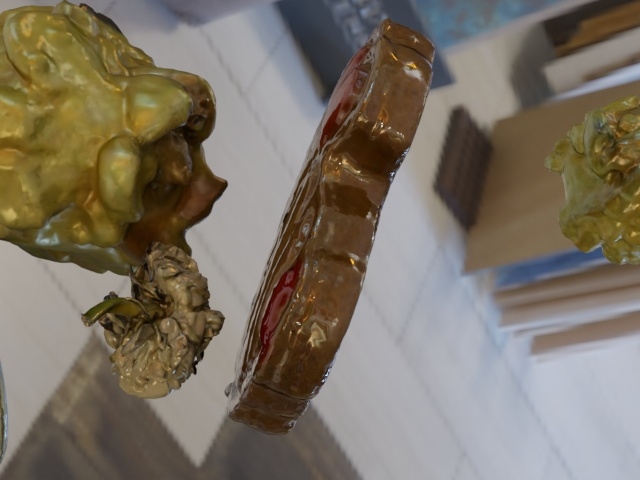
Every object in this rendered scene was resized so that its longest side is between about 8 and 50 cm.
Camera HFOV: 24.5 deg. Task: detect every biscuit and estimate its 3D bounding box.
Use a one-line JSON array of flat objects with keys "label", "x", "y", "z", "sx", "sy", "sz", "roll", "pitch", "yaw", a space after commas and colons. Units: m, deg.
[{"label": "biscuit", "x": 0.000, "y": 0.000, "z": 1.146, "sx": 0.381, "sy": 0.074, "sz": 0.359, "roll": -70, "pitch": 180, "yaw": -74}]

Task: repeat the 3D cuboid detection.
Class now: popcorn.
[{"label": "popcorn", "x": -0.199, "y": -0.078, "z": 1.222, "sx": 0.252, "sy": 0.215, "sz": 0.286, "roll": 39, "pitch": 5, "yaw": 16}, {"label": "popcorn", "x": 0.300, "y": -0.065, "z": 1.441, "sx": 0.142, "sy": 0.173, "sz": 0.173, "roll": -12, "pitch": 89, "yaw": -40}]

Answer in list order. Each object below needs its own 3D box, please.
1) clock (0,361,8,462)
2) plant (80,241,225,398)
[{"label": "clock", "x": -0.324, "y": 0.085, "z": 1.236, "sx": 0.053, "sy": 0.236, "sz": 0.236, "roll": -16, "pitch": 94, "yaw": -26}, {"label": "plant", "x": -0.141, "y": 0.056, "z": 1.126, "sx": 0.122, "sy": 0.104, "sz": 0.116, "roll": 22, "pitch": 36, "yaw": -44}]
